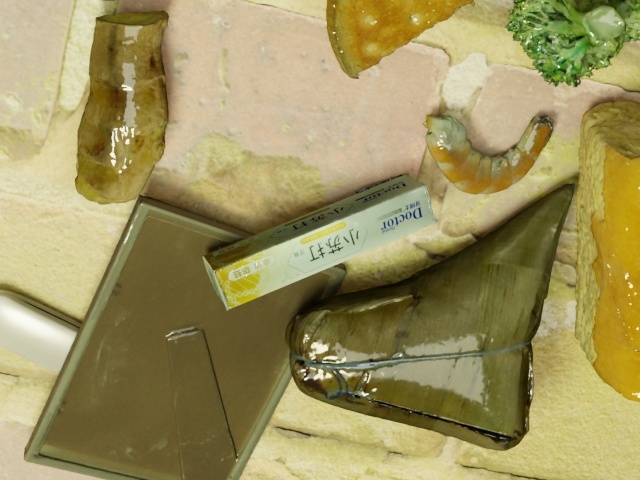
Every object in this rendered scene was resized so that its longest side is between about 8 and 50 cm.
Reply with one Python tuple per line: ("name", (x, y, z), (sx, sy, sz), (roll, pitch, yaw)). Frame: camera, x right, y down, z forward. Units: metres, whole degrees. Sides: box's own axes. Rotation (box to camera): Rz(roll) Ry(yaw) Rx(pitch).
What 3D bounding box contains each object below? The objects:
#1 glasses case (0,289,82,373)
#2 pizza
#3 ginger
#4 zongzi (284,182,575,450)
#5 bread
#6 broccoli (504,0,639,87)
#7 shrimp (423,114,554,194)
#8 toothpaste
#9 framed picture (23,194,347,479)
("glasses case", (-0.396, 0.136, 1.666), (0.197, 0.049, 0.076), (28, 109, -17))
("pizza", (0.106, -0.330, 1.492), (0.197, 0.058, 0.292), (-1, 135, -21))
("ginger", (-0.254, -0.170, 1.523), (0.109, 0.116, 0.263), (1, 109, -29))
("zongzi", (0.148, 0.073, 1.637), (0.356, 0.174, 0.392), (13, 95, -6))
("bread", (0.444, 0.012, 1.589), (0.165, 0.236, 0.375), (-7, 113, -4))
("broccoli", (0.348, -0.281, 1.483), (0.220, 0.194, 0.194), (-6, 113, 4))
("shrimp", (0.235, -0.142, 1.610), (0.166, 0.049, 0.161), (-36, 114, 8))
("toothpaste", (0.000, 0.000, 1.591), (0.313, 0.089, 0.071), (-22, 109, -10))
("framed picture", (-0.196, 0.177, 1.688), (0.326, 0.028, 0.446), (20, 110, -23))
